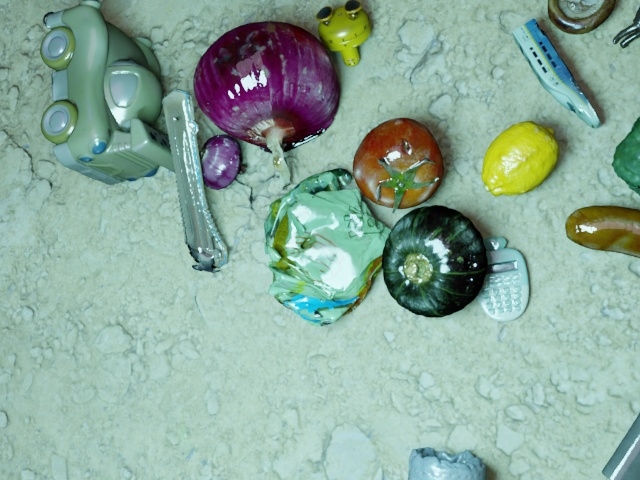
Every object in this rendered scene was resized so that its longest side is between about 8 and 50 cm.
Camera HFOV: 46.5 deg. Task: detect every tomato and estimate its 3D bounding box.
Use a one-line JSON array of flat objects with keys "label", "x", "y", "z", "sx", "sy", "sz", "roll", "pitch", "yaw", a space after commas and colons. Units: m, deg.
[{"label": "tomato", "x": 0.139, "y": -0.139, "z": 1.348, "sx": 0.168, "sy": 0.167, "sz": 0.167, "roll": -4, "pitch": 77, "yaw": 18}]

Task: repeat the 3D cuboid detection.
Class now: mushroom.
[{"label": "mushroom", "x": 0.473, "y": -0.429, "z": 1.353, "sx": 0.123, "sy": 0.052, "sz": 0.123, "roll": -5, "pitch": 70, "yaw": 14}]

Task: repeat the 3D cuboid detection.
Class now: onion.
[{"label": "onion", "x": -0.197, "y": -0.157, "z": 1.498, "sx": 0.105, "sy": 0.115, "sz": 0.115, "roll": 15, "pitch": 80, "yaw": -24}, {"label": "onion", "x": -0.104, "y": -0.305, "z": 1.427, "sx": 0.256, "sy": 0.230, "sz": 0.272, "roll": -44, "pitch": 61, "yaw": 4}]

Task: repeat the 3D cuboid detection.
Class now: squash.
[{"label": "squash", "x": 0.195, "y": 0.036, "z": 1.284, "sx": 0.193, "sy": 0.156, "sz": 0.193, "roll": 14, "pitch": 126, "yaw": 21}]

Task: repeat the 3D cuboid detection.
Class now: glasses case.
[{"label": "glasses case", "x": 0.526, "y": 0.313, "z": 1.177, "sx": 0.072, "sy": 0.042, "sz": 0.190, "roll": 33, "pitch": 90, "yaw": 14}]

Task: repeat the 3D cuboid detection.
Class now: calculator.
[{"label": "calculator", "x": 0.316, "y": 0.066, "z": 1.310, "sx": 0.095, "sy": 0.021, "sz": 0.152, "roll": -10, "pitch": 75, "yaw": 16}]

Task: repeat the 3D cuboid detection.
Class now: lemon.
[{"label": "lemon", "x": 0.346, "y": -0.140, "z": 1.298, "sx": 0.155, "sy": 0.114, "sz": 0.114, "roll": -48, "pitch": 68, "yaw": 8}]

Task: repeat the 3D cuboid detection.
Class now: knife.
[{"label": "knife", "x": -0.246, "y": -0.114, "z": 1.459, "sx": 0.089, "sy": 0.043, "sz": 0.364, "roll": -6, "pitch": 104, "yaw": 12}]

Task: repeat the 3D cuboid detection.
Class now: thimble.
[{"label": "thimble", "x": 0.204, "y": 0.401, "z": 1.203, "sx": 0.127, "sy": 0.151, "sz": 0.117, "roll": 5, "pitch": 83, "yaw": 10}]

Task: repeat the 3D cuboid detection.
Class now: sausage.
[{"label": "sausage", "x": 0.552, "y": 0.018, "z": 1.213, "sx": 0.302, "sy": 0.076, "sz": 0.102, "roll": 31, "pitch": 88, "yaw": 22}]

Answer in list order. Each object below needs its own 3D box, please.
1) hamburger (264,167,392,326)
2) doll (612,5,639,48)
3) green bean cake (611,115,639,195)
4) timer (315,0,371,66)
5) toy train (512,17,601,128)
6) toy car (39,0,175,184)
[{"label": "hamburger", "x": -0.008, "y": -0.001, "z": 1.366, "sx": 0.260, "sy": 0.150, "sz": 0.276, "roll": -42, "pitch": 68, "yaw": 4}, {"label": "doll", "x": 0.597, "y": -0.371, "z": 1.253, "sx": 0.139, "sy": 0.057, "sz": 0.165, "roll": 51, "pitch": 119, "yaw": 37}, {"label": "green bean cake", "x": 0.645, "y": -0.147, "z": 1.114, "sx": 0.300, "sy": 0.169, "sz": 0.307, "roll": 44, "pitch": 107, "yaw": 39}, {"label": "timer", "x": 0.051, "y": -0.412, "z": 1.481, "sx": 0.107, "sy": 0.109, "sz": 0.107, "roll": -12, "pitch": 45, "yaw": 12}, {"label": "toy train", "x": 0.424, "y": -0.290, "z": 1.339, "sx": 0.051, "sy": 0.052, "sz": 0.233, "roll": -29, "pitch": 71, "yaw": 13}, {"label": "toy car", "x": -0.410, "y": -0.302, "z": 1.518, "sx": 0.227, "sy": 0.242, "sz": 0.335, "roll": -8, "pitch": 77, "yaw": 19}]
